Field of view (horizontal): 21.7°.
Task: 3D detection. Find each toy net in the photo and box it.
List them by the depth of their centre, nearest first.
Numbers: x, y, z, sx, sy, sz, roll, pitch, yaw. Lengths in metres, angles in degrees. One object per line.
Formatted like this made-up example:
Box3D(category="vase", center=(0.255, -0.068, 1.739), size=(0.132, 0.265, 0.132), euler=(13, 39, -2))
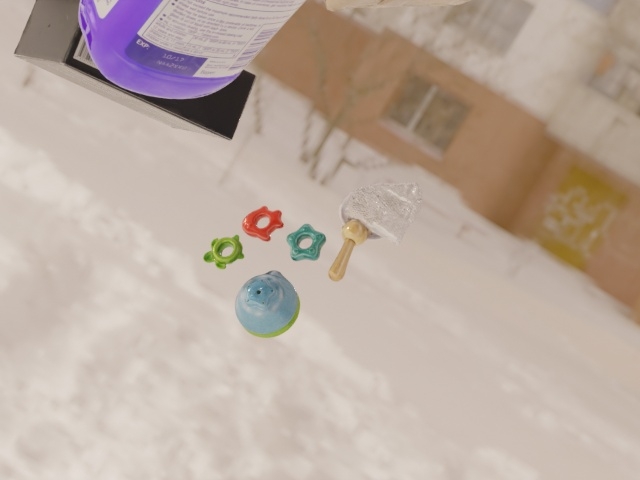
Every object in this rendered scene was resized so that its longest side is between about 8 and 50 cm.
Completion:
Box3D(category="toy net", center=(0.000, 0.000, 1.744), size=(0.122, 0.232, 0.045), euler=(59, -1, 29))

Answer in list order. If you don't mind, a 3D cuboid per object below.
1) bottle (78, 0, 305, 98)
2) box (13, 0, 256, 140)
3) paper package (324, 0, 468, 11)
Box3D(category="bottle", center=(-0.037, -0.197, 1.006), size=(0.118, 0.283, 0.092), euler=(1, 59, -40))
Box3D(category="box", center=(-0.246, -0.232, 2.215), size=(0.261, 0.103, 0.184), euler=(23, -6, -32))
Box3D(category="paper package", center=(0.113, -0.400, 1.596), size=(0.168, 0.325, 0.309), euler=(-4, -1, -22))
